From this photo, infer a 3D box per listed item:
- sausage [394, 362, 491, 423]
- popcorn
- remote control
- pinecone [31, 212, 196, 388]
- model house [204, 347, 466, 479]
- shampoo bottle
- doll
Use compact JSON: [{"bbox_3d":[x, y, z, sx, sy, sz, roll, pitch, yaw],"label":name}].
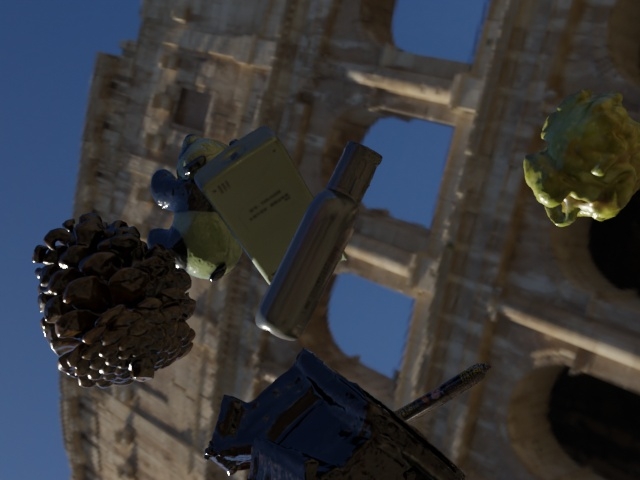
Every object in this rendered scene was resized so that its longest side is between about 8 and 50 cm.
[{"bbox_3d":[0.143,0.215,1.303,0.198,0.028,0.025,-33,-40,20],"label":"sausage"},{"bbox_3d":[0.523,-0.144,1.867,0.242,0.234,0.250,-39,-46,25],"label":"popcorn"},{"bbox_3d":[-0.058,-0.026,1.314,0.123,0.038,0.285,-36,-42,-2],"label":"remote control"},{"bbox_3d":[-0.288,0.086,1.376,0.224,0.272,0.224,-21,-39,-18],"label":"pinecone"},{"bbox_3d":[-0.006,0.194,0.848,0.164,0.203,0.141,-49,-57,-7],"label":"model house"},{"bbox_3d":[0.000,0.000,0.783,0.165,0.040,0.080,-65,-12,-2],"label":"shampoo bottle"},{"bbox_3d":[-0.181,-0.049,1.536,0.144,0.135,0.234,6,-99,-39],"label":"doll"}]
